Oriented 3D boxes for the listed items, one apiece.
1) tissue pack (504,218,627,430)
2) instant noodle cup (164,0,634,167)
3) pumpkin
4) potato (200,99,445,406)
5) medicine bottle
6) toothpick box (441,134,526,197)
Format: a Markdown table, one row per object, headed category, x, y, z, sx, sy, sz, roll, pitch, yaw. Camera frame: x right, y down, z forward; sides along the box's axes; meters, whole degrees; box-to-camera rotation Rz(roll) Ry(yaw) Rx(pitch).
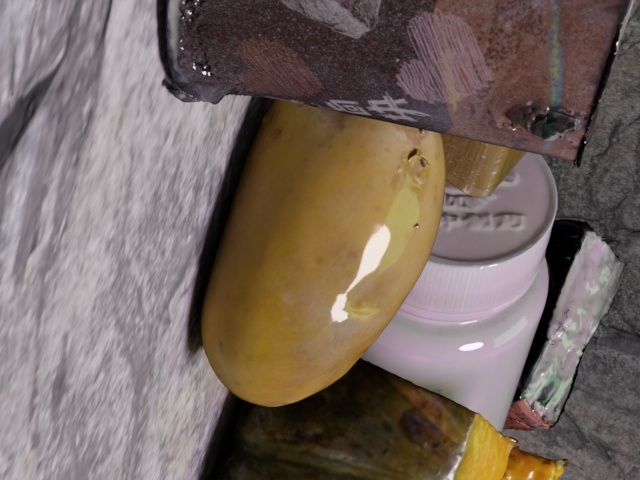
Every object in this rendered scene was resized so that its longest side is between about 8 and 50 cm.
| category | x | y | z | sx | sy | sz | roll | pitch | yaw |
| --- | --- | --- | --- | --- | --- | --- | --- | --- | --- |
| tissue pack | 0.166 | 0.102 | 1.868 | 0.332 | 0.123 | 0.245 | -6 | -129 | 50 |
| instant noodle cup | 0.055 | -0.145 | 0.799 | 0.217 | 0.207 | 0.217 | 17 | 90 | -83 |
| pumpkin | 0.040 | 0.213 | 1.336 | 0.303 | 0.256 | 0.225 | 41 | 70 | -52 |
| potato | 0.000 | 0.000 | 1.046 | 0.150 | 0.146 | 0.233 | 3 | 109 | -50 |
| medicine bottle | 0.099 | 0.070 | 1.549 | 0.378 | 0.214 | 0.213 | 99 | 12 | -51 |
| toothpick box | 0.136 | -0.196 | 1.265 | 0.190 | 0.187 | 0.308 | -49 | 165 | -32 |
